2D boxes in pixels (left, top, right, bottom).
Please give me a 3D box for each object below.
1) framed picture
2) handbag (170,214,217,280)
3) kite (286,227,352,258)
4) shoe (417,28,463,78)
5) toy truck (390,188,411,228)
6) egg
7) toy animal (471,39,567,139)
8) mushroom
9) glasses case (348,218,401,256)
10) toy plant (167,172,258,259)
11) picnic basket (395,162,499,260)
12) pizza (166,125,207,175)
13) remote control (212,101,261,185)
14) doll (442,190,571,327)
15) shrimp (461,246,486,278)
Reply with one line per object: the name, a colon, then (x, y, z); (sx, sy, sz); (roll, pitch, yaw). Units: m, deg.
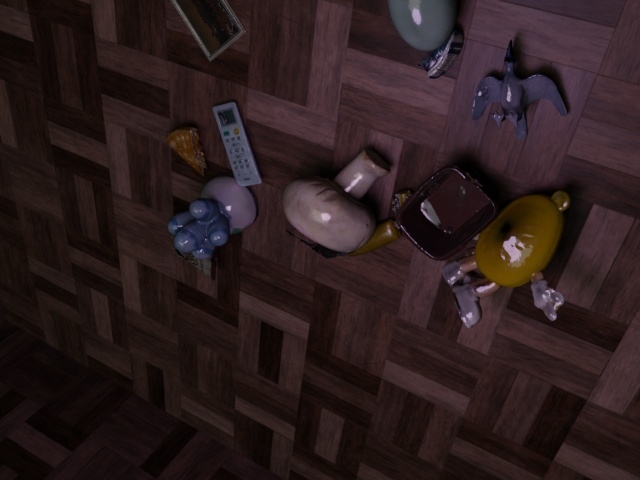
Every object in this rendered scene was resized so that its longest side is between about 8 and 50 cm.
framed picture: (-0.365, -0.719, 1.953); (0.197, 0.014, 0.252); (-23, 105, 41)
handbag: (-0.498, 0.028, 2.455); (0.235, 0.127, 0.212); (26, 132, 19)
kite: (0.000, 0.000, 2.070); (0.285, 0.152, 0.015); (29, 126, 44)
shoe: (0.319, -0.497, 1.628); (0.071, 0.064, 0.143); (51, 130, 20)
toy truck: (0.260, -0.099, 1.930); (0.063, 0.052, 0.123); (1, 118, 26)
egg: (0.253, -0.586, 1.533); (0.168, 0.168, 0.230); (-3, 120, 34)
toy animal: (0.502, -0.372, 1.579); (0.239, 0.176, 0.255); (10, 158, 31)
mushroom: (0.054, -0.092, 1.911); (0.356, 0.315, 0.315); (-12, 112, 38)
glasses case: (0.163, -0.003, 2.048); (0.234, 0.064, 0.079); (-23, 97, 42)
toy plant: (-0.399, -0.069, 2.191); (0.247, 0.332, 0.247); (16, 128, 22)
picnic basket: (0.377, -0.097, 1.803); (0.222, 0.129, 0.297); (44, 132, 2)
pizza: (-0.464, -0.328, 2.247); (0.188, 0.062, 0.198); (2, 127, 46)
remote control: (-0.281, -0.330, 2.131); (0.103, 0.051, 0.293); (-5, 113, 34)
doll: (0.517, 0.063, 1.733); (0.423, 0.161, 0.347); (-15, 72, 46)
shrimp: (0.522, 0.077, 1.879); (0.190, 0.042, 0.101); (16, 115, 25)
